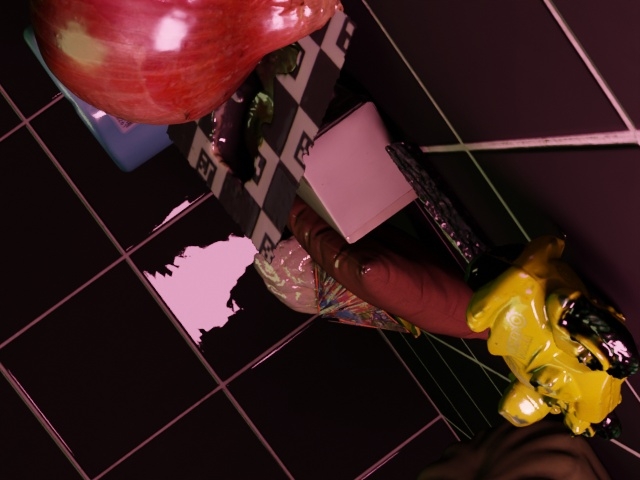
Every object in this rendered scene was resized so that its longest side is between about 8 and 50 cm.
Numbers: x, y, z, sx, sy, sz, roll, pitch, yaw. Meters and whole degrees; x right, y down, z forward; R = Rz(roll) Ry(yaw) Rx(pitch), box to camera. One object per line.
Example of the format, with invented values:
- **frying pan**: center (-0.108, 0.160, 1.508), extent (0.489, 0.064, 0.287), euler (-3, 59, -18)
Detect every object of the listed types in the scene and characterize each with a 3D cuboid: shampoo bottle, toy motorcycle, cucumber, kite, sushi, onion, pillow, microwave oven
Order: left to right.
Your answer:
- **shampoo bottle**: center (-0.318, -0.347, 2.328), extent (0.331, 0.342, 0.331), euler (53, 175, 7)
- **onion**: center (-0.173, -0.295, 1.403), extent (0.353, 0.353, 0.353), euler (53, 175, 6)
- **sushi**: center (-0.050, -0.202, 1.614), extent (0.296, 0.100, 0.373), euler (50, 136, 33)
- **microwave oven**: center (0.013, -0.136, 1.800), extent (0.194, 0.145, 0.240), euler (59, 174, -27)
- **kite**: center (0.065, 0.114, 2.370), extent (0.241, 0.014, 0.183), euler (37, 136, -16)
- **pillow**: center (0.099, 0.039, 1.924), extent (0.305, 0.108, 0.308), euler (24, -170, -37)
- **cucumber**: center (0.161, -0.040, 1.651), extent (0.220, 0.046, 0.070), euler (55, 178, 2)
- **toy motorcycle**: center (0.242, 0.108, 1.331), extent (0.206, 0.142, 0.342), euler (53, 174, 25)

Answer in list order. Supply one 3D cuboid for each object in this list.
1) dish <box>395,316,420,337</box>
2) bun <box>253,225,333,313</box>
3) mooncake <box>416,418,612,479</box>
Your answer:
- **dish**: center (0.158, 0.084, 2.365), extent (0.208, 0.080, 0.149), euler (58, 170, -27)
- **bun**: center (0.011, 0.010, 2.483), extent (0.205, 0.281, 0.281), euler (-33, 95, 41)
- **mooncake**: center (0.295, 0.428, 1.972), extent (0.187, 0.351, 0.351), euler (58, 174, -15)
